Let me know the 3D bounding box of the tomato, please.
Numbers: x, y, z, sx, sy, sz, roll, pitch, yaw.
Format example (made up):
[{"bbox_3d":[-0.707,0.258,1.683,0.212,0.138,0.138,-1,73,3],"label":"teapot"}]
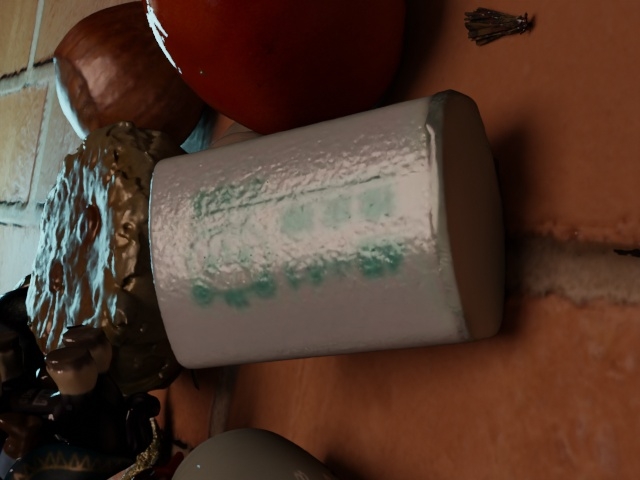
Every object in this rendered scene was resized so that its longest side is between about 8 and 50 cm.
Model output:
[{"bbox_3d":[-0.050,-0.208,1.018,0.180,0.260,0.260,-46,20,-25],"label":"tomato"}]

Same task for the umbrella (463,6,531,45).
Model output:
[{"bbox_3d":[0.142,-0.176,0.922,0.083,0.020,0.031,14,94,55],"label":"umbrella"}]

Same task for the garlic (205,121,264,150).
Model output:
[{"bbox_3d":[-0.059,-0.027,1.097,0.178,0.142,0.229,-57,45,30],"label":"garlic"}]

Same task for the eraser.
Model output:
[{"bbox_3d":[0.000,0.000,0.916,0.290,0.104,0.189,-10,90,33],"label":"eraser"}]

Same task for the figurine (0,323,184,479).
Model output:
[{"bbox_3d":[-0.258,0.283,1.135,0.306,0.412,0.241,-36,15,-4],"label":"figurine"}]

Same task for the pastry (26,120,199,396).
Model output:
[{"bbox_3d":[-0.226,0.019,1.283,0.329,0.136,0.330,-21,64,52],"label":"pastry"}]

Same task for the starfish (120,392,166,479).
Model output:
[{"bbox_3d":[-0.220,0.283,1.352,0.176,0.053,0.208,-57,34,34],"label":"starfish"}]

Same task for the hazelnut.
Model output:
[{"bbox_3d":[-0.228,-0.204,1.414,0.214,0.176,0.214,-5,74,20],"label":"hazelnut"}]

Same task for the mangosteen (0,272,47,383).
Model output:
[{"bbox_3d":[-0.365,0.149,1.504,0.243,0.243,0.243,-26,59,54],"label":"mangosteen"}]

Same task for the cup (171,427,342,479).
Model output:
[{"bbox_3d":[-0.034,0.300,0.945,0.234,0.186,0.258,-138,36,-65],"label":"cup"}]
